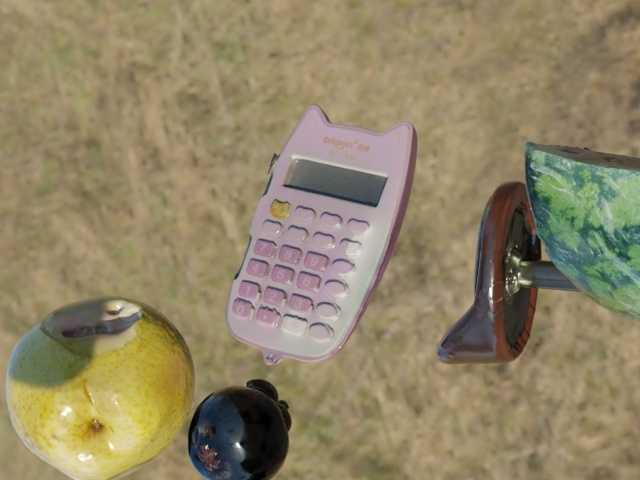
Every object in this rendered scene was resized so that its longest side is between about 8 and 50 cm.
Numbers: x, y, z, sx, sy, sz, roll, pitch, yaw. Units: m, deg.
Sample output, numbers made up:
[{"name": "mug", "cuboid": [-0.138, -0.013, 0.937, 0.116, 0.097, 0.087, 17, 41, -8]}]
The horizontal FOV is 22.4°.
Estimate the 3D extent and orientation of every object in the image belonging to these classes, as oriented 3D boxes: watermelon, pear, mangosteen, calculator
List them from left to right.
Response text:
[{"name": "pear", "cuboid": [-0.300, 0.201, 2.202, 0.271, 0.271, 0.271, 164, 90, -74]}, {"name": "mangosteen", "cuboid": [-0.090, 0.239, 2.016, 0.137, 0.151, 0.137, 19, 125, 30]}, {"name": "calculator", "cuboid": [0.001, 0.000, 1.760, 0.194, 0.043, 0.294, 14, 79, 38]}, {"name": "watermelon", "cuboid": [0.340, -0.015, 1.535, 0.224, 0.305, 0.180, 121, 151, -50]}]

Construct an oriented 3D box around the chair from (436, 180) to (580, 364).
[{"name": "chair", "cuboid": [0.329, 0.048, 1.852, 0.226, 0.401, 0.226, 3, -90, -69]}]
